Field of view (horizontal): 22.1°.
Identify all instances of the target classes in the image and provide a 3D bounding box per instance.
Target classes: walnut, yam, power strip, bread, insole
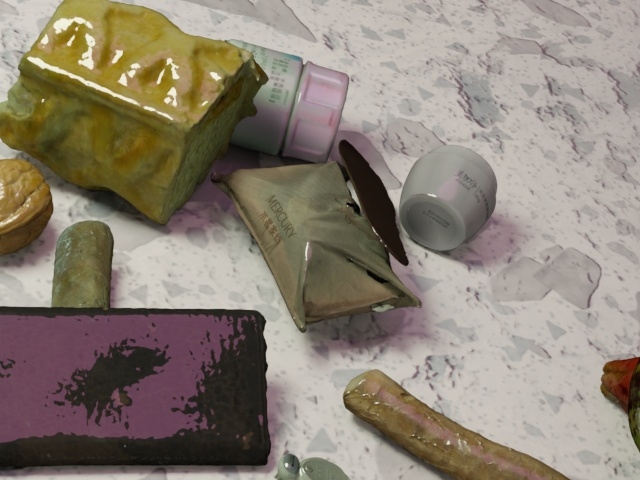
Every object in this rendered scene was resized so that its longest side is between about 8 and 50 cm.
[{"bbox_3d":[-0.357,-0.037,1.844,0.105,0.105,0.124,33,46,17],"label":"walnut"},{"bbox_3d":[0.160,0.230,1.767,0.299,0.066,0.066,28,41,10],"label":"yam"},{"bbox_3d":[-0.009,0.250,1.710,0.083,0.035,0.055,23,38,-16],"label":"power strip"},{"bbox_3d":[-0.230,-0.161,1.947,0.252,0.196,0.238,32,64,6],"label":"bread"},{"bbox_3d":[-0.262,0.057,1.797,0.068,0.068,0.169,9,42,-11],"label":"yam"},{"bbox_3d":[0.063,-0.052,1.987,0.111,0.007,0.328,46,12,-21],"label":"insole"}]

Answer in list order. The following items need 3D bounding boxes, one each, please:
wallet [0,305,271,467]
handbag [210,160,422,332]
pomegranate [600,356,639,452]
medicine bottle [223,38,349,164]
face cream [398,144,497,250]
[{"bbox_3d":[-0.208,0.152,1.696,0.321,0.044,0.170,2,68,-20],"label":"wallet"},{"bbox_3d":[0.000,0.000,1.925,0.182,0.117,0.270,-10,46,-23],"label":"handbag"},{"bbox_3d":[0.417,0.176,1.848,0.214,0.214,0.248,-18,18,-36],"label":"pomegranate"},{"bbox_3d":[-0.058,-0.175,2.085,0.168,0.135,0.135,16,40,-3],"label":"medicine bottle"},{"bbox_3d":[0.158,-0.053,2.046,0.117,0.117,0.104,27,49,10],"label":"face cream"}]
